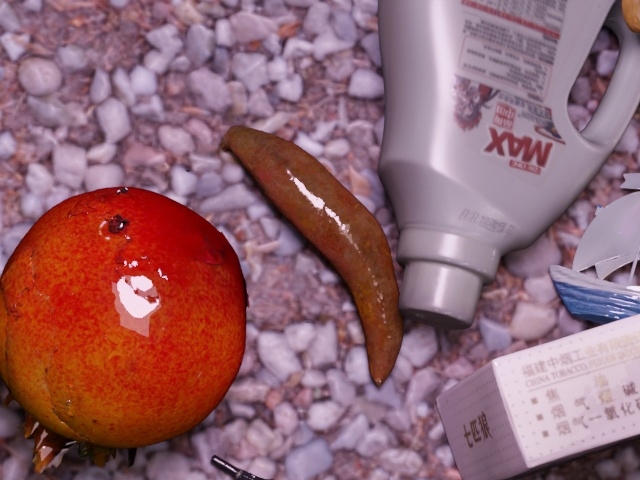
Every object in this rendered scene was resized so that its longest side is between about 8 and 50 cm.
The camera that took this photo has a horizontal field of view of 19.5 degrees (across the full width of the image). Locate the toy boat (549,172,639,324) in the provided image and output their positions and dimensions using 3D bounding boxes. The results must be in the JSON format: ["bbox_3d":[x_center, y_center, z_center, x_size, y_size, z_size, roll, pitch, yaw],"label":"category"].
[{"bbox_3d":[0.249,0.007,1.610,0.105,0.034,0.149,-9,65,13],"label":"toy boat"}]

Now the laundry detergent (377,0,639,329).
[{"bbox_3d":[0.156,-0.117,1.584,0.264,0.124,0.398,18,76,-20],"label":"laundry detergent"}]

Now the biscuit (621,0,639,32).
[{"bbox_3d":[0.311,-0.213,1.605,0.166,0.036,0.225,-50,129,-42],"label":"biscuit"}]

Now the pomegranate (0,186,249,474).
[{"bbox_3d":[-0.160,0.073,1.456,0.210,0.210,0.235,22,106,-3],"label":"pomegranate"}]

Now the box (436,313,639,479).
[{"bbox_3d":[0.278,0.107,1.507,0.330,0.210,0.095,-15,80,-11],"label":"box"}]

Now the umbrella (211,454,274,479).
[{"bbox_3d":[0.024,0.250,1.523,0.269,0.044,0.044,28,46,0],"label":"umbrella"}]

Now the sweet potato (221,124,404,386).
[{"bbox_3d":[0.010,-0.004,1.574,0.078,0.058,0.255,-34,86,2],"label":"sweet potato"}]
